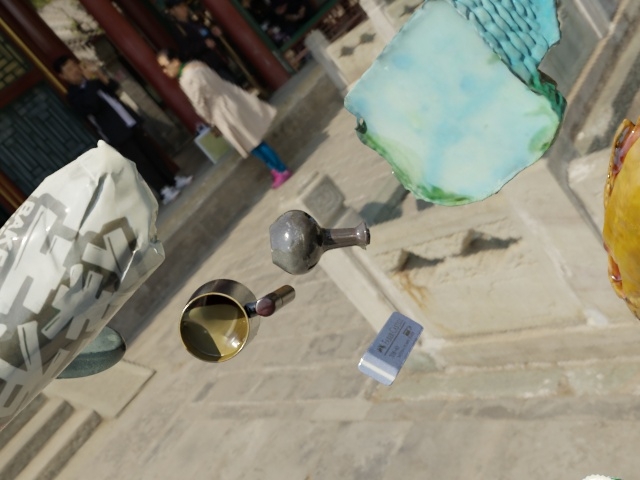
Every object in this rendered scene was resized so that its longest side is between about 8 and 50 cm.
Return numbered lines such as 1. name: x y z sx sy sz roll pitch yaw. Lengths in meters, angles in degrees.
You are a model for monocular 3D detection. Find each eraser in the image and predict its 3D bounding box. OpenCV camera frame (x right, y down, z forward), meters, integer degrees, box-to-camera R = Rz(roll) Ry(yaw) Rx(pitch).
1. eraser: 0.154 0.229 1.527 0.225 0.082 0.036 -41 -23 -59

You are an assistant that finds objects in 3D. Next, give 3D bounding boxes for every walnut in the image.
1. walnut: 0.308 -0.016 0.599 0.137 0.245 0.137 -7 38 6

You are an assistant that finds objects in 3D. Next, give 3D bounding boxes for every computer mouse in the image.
1. computer mouse: -0.446 0.192 1.213 0.113 0.229 0.068 46 120 43

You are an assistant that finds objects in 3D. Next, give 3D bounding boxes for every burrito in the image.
1. burrito: -0.318 0.101 0.689 0.445 0.139 0.101 -49 9 -5

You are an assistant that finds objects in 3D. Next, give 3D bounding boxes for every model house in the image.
1. model house: 0.204 -0.217 0.928 0.241 0.226 0.261 -52 7 -34

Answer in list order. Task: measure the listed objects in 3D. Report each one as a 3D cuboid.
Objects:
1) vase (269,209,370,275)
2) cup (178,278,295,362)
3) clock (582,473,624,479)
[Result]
1. vase: 0.000 0.000 1.288 0.182 0.120 0.120 -5 17 -4
2. cup: -0.186 0.141 1.474 0.239 0.166 0.177 -46 1 0
3. clock: 0.537 0.461 1.169 0.194 0.195 0.100 22 85 48
